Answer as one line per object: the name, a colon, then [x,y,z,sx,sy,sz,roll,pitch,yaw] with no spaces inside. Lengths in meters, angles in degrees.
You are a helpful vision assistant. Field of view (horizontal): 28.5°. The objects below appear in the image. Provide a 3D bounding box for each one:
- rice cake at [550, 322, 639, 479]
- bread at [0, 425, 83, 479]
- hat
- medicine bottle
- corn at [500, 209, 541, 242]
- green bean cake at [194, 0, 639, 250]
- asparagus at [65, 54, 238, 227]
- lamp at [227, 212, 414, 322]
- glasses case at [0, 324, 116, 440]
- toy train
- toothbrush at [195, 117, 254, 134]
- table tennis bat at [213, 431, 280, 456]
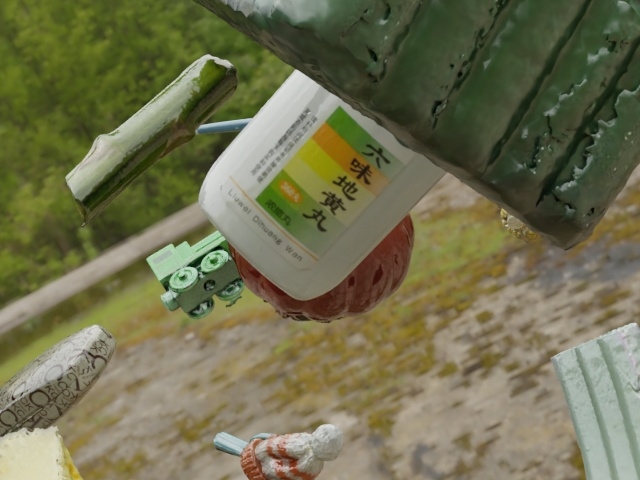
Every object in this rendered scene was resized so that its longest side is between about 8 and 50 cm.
rice cake: [0.333,0.216,1.383,0.043,0.237,0.127,2,-21,-36]
bread: [-0.388,0.387,1.423,0.346,0.405,0.242,-32,-12,30]
hat: [-0.031,0.315,1.839,0.162,0.112,0.093,-35,6,45]
medicine bottle: [0.039,-0.105,1.252,0.324,0.179,0.124,-46,-1,16]
corn: [0.324,-0.058,1.758,0.080,0.080,0.238,-17,6,41]
green bean cake: [0.059,-0.162,0.854,0.169,0.300,0.308,-57,34,5]
asparagus: [-0.192,-0.116,1.402,0.278,0.067,0.060,-45,10,-35]
lamp: [0.000,0.000,1.508,0.227,0.227,0.227,-26,11,5]
glasses case: [-0.426,0.236,1.869,0.355,0.085,0.137,-36,16,37]
toy train: [-0.119,0.011,1.755,0.251,0.085,0.119,-33,38,-7]
toothbrush: [-0.174,-0.179,2.001,0.276,0.019,0.025,-4,38,28]
table tennis bat: [-0.095,0.357,2.075,0.201,0.124,0.033,13,43,34]
